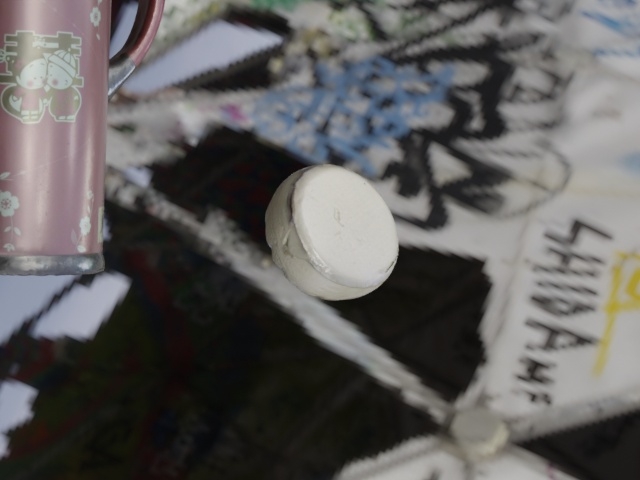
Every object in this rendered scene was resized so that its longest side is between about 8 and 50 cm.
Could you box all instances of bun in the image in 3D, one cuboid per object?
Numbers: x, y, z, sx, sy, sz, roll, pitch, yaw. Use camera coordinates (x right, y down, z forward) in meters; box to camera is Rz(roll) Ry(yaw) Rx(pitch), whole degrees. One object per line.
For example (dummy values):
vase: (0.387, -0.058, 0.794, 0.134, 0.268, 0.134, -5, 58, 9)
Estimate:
bun: (0.000, 0.000, 1.660, 0.094, 0.138, 0.138, -33, -151, 47)

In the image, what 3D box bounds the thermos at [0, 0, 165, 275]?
thermos: (-0.157, -0.148, 0.972, 0.109, 0.136, 0.330, -116, -152, -87)
